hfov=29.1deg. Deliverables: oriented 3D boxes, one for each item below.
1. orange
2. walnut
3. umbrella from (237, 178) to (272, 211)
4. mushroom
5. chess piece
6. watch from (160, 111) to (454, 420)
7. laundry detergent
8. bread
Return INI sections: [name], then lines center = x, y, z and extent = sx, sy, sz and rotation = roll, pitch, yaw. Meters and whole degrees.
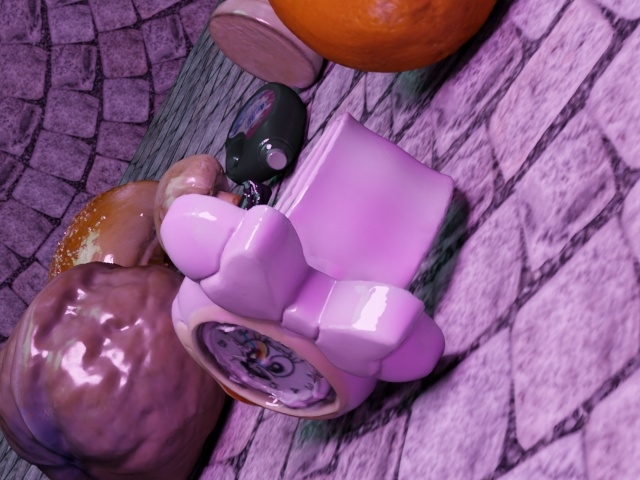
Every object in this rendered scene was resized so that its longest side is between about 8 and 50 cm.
[orange]
center = 0.059, -0.280, 1.094
extent = 0.261, 0.261, 0.261
rotation = -55, 17, 26
[walnut]
center = -0.209, 0.137, 1.260
extent = 0.248, 0.248, 0.248
rotation = -55, 17, 26
[umbrella]
center = -0.115, 0.046, 1.443
extent = 0.053, 0.052, 0.250
rotation = 63, -133, -66
[mushroom]
center = -0.160, -0.039, 1.610
extent = 0.148, 0.112, 0.148
rotation = 11, -90, -78
[chess piece]
center = -0.008, -0.363, 1.643
extent = 0.300, 0.167, 0.167
rotation = -60, 14, -18
[watch]
center = 0.000, 0.000, 0.921
extent = 0.217, 0.211, 0.248
rotation = -61, 4, -31
[laundry detergent]
center = -0.070, -0.122, 1.554
extent = 0.137, 0.063, 0.211
rotation = -48, 20, 12
[bread]
center = -0.287, 0.048, 1.689
extent = 0.192, 0.171, 0.314
rotation = 69, -141, -71
